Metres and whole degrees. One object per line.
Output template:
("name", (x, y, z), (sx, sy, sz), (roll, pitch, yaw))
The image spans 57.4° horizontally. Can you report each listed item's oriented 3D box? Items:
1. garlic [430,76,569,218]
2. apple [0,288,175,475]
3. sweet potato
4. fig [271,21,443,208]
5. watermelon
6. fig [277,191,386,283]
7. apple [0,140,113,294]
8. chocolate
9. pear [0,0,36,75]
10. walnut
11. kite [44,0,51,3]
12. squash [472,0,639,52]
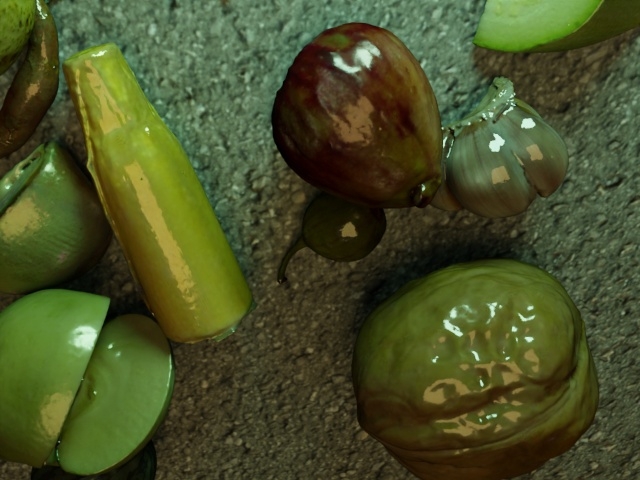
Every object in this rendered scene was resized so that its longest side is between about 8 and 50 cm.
("garlic", (0.249, -0.108, 0.867), (0.214, 0.160, 0.191), (-34, 111, 8))
("apple", (-0.373, 0.216, 0.892), (0.292, 0.254, 0.292), (10, 155, 5))
("sweet potato", (-0.405, -0.207, 0.806), (0.078, 0.058, 0.255), (30, 108, 0))
("fig", (0.054, -0.157, 0.798), (0.224, 0.224, 0.263), (-33, 119, 11))
("watermelon", (-0.403, 0.409, 1.041), (0.212, 0.212, 0.212), (-2, 117, -5))
("fig", (0.000, 0.000, 0.944), (0.124, 0.124, 0.236), (38, 131, -22))
("apple", (-0.426, 0.005, 0.883), (0.265, 0.120, 0.193), (-35, 126, 15))
("chocolate", (-0.245, -0.061, 0.861), (0.162, 0.162, 0.445), (-18, 113, 3))
("pear", (-0.458, -0.287, 0.642), (0.272, 0.271, 0.271), (-2, 117, -5))
("walnut", (0.241, 0.208, 0.945), (0.398, 0.308, 0.353), (-21, 105, -2))
("kite", (-0.234, -0.457, 0.718), (0.406, 0.014, 0.368), (-39, 114, 14))
("squash", (0.368, -0.360, 0.829), (0.204, 0.155, 0.236), (30, 118, 20))
